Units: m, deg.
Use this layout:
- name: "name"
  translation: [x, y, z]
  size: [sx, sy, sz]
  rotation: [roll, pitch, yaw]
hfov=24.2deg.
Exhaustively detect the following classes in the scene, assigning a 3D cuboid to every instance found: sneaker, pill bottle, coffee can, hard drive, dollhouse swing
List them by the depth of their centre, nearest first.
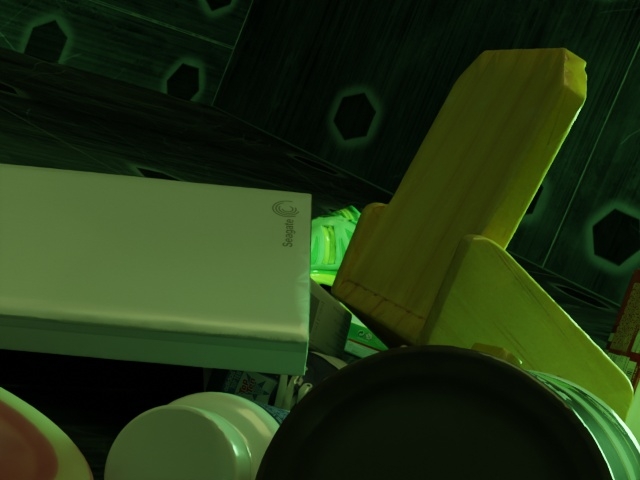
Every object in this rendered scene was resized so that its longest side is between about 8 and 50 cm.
- name: "coffee can"
  translation: [0.095, 0.172, 0.910]
  size: [0.202, 0.201, 0.275]
  rotation: [25, 0, 18]
- name: "pill bottle"
  translation: [-0.059, 0.154, 0.942]
  size: [0.112, 0.112, 0.187]
  rotation: [25, -4, 21]
- name: "hard drive"
  translation: [-0.185, 0.016, 1.256]
  size: [0.353, 0.047, 0.233]
  rotation: [6, 32, -3]
- name: "sneaker"
  translation: [0.000, 0.150, 1.265]
  size: [0.153, 0.099, 0.282]
  rotation: [21, 2, -34]
- name: "dollhouse swing"
  translation: [0.208, 0.023, 1.495]
  size: [0.315, 0.305, 0.347]
  rotation: [44, -5, -14]
- name: "sneaker"
  translation: [0.000, 0.000, 2.123]
  size: [0.296, 0.123, 0.109]
  rotation: [16, 11, -30]

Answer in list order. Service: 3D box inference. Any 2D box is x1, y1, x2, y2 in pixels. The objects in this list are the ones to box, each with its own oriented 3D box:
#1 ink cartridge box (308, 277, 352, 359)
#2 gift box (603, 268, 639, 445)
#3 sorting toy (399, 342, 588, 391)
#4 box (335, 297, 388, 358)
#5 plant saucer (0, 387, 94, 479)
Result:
- name: "ink cartridge box"
  translation: [-0.118, 0.050, 1.483]
  size: [0.261, 0.066, 0.296]
  rotation: [14, -8, 12]
- name: "gift box"
  translation: [0.487, 0.185, 1.800]
  size: [0.258, 0.255, 0.276]
  rotation: [20, 3, -2]
- name: "sorting toy"
  translation: [0.158, 0.176, 1.281]
  size: [0.229, 0.041, 0.307]
  rotation: [29, -22, 25]
- name: "box"
  translation: [0.063, 0.111, 1.870]
  size: [0.105, 0.043, 0.179]
  rotation: [21, 11, -3]
- name: "plant saucer"
  translation: [-0.256, 0.128, 0.817]
  size: [0.332, 0.084, 0.332]
  rotation: [21, 9, -4]
